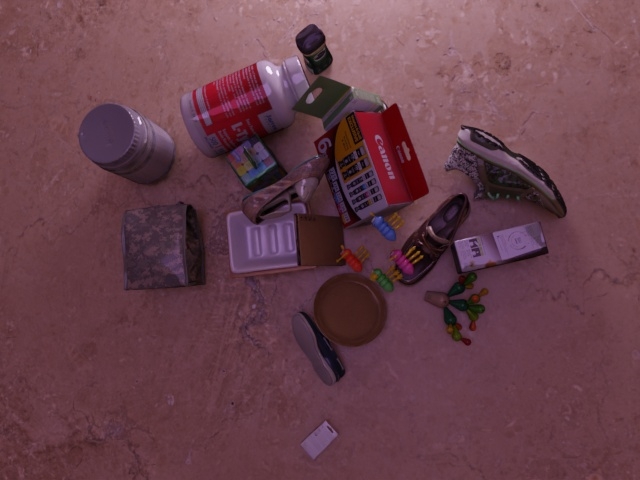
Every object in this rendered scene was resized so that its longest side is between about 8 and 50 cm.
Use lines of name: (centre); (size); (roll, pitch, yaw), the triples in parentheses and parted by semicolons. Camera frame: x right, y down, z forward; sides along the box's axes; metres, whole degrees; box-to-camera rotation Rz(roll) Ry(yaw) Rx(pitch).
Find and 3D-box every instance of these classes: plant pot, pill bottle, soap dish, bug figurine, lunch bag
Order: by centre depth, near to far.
bug figurine: (0.177, 0.047, 1.451); (0.216, 0.072, 0.279); (45, 137, 5)
plant pot: (0.093, 0.220, 1.521); (0.237, 0.032, 0.236); (2, 72, -5)
soap dish: (-0.160, -0.003, 1.579); (0.291, 0.118, 0.228); (-8, 82, 10)
pill bottle: (-0.231, -0.448, 1.584); (0.408, 0.229, 0.228); (-21, 81, 8)
lunch bag: (-0.531, 0.018, 1.620); (0.236, 0.169, 0.286); (-5, 87, 10)

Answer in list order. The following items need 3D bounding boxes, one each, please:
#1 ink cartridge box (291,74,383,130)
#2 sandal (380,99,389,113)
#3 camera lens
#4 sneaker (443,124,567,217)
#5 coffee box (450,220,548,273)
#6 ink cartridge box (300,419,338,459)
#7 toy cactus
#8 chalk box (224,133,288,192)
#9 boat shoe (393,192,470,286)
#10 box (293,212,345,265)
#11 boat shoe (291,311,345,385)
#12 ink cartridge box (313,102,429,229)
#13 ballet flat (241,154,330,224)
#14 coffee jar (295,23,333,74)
ink cartridge box: (0.053, -0.414, 1.501); (0.171, 0.235, 0.056); (-38, 57, 46)
sandal: (0.208, -0.309, 1.550); (0.087, 0.120, 0.302); (-8, 83, 21)
camera lens: (-0.641, -0.320, 1.622); (0.220, 0.274, 0.219); (-1, 83, 10)
sneaker: (0.561, -0.183, 1.484); (0.410, 0.158, 0.182); (39, 123, 10)
coffee box: (0.529, 0.026, 1.438); (0.247, 0.141, 0.098); (-14, 82, 9)
ink cartridge box: (-0.002, 0.631, 1.526); (0.115, 0.029, 0.063); (-45, 78, 2)
toy cactus: (0.408, 0.199, 1.466); (0.181, 0.112, 0.218); (13, 103, 25)
chalk box: (-0.212, -0.246, 1.566); (0.132, 0.213, 0.132); (-35, 79, 5)
boat shoe: (0.345, -0.007, 1.484); (0.123, 0.123, 0.342); (40, 93, 12)
box: (0.000, 0.000, 1.520); (0.021, 0.201, 0.164); (-11, 81, 44)
boat shoe: (-0.003, 0.333, 1.522); (0.254, 0.079, 0.095); (58, 138, 6)
ink cartridge box: (0.150, -0.227, 1.469); (0.272, 0.130, 0.309); (-29, 77, 47)
ballet flat: (-0.093, -0.144, 1.485); (0.316, 0.107, 0.106); (-30, 65, 7)
coffee jar: (-0.021, -0.633, 1.589); (0.096, 0.184, 0.079); (-38, 79, 4)
